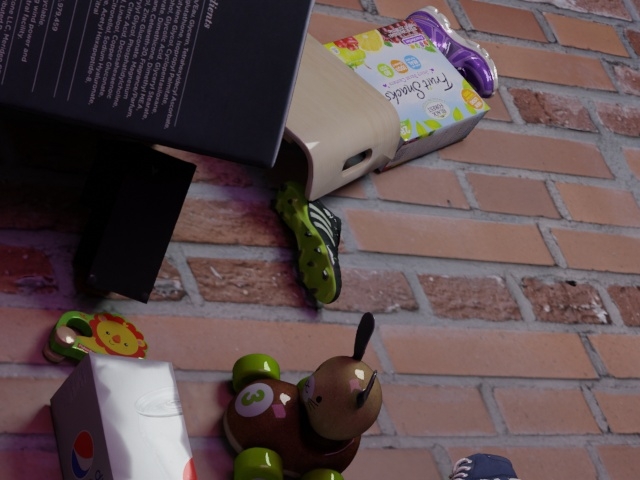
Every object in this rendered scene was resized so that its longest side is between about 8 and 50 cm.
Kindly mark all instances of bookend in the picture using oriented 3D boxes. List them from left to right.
[{"bbox_3d":[-0.213,-0.024,1.953,0.072,0.156,0.157,21,86,-22],"label":"bookend"}]

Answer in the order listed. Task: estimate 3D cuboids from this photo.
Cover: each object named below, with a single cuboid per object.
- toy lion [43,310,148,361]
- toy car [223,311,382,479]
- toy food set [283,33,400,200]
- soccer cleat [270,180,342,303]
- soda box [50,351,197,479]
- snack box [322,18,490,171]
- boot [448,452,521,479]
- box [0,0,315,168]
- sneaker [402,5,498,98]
[{"bbox_3d":[-0.227,0.104,1.869,0.100,0.034,0.096,30,32,-12],"label":"toy lion"},{"bbox_3d":[0.002,0.162,1.867,0.149,0.188,0.155,21,42,-23],"label":"toy car"},{"bbox_3d":[-0.066,-0.181,2.238,0.306,0.092,0.220,40,33,14],"label":"toy food set"},{"bbox_3d":[0.000,0.000,2.134,0.072,0.060,0.179,8,45,-36],"label":"soccer cleat"},{"bbox_3d":[-0.175,0.249,1.715,0.098,0.091,0.286,11,46,-32],"label":"soda box"},{"bbox_3d":[0.101,-0.195,2.399,0.207,0.070,0.174,-23,68,-48],"label":"snack box"},{"bbox_3d":[0.155,0.279,1.989,0.190,0.069,0.086,10,39,-43],"label":"boot"},{"bbox_3d":[-0.258,-0.229,1.916,0.395,0.212,0.293,12,3,-31],"label":"box"},{"bbox_3d":[0.176,-0.253,2.540,0.170,0.068,0.071,42,52,17],"label":"sneaker"}]
